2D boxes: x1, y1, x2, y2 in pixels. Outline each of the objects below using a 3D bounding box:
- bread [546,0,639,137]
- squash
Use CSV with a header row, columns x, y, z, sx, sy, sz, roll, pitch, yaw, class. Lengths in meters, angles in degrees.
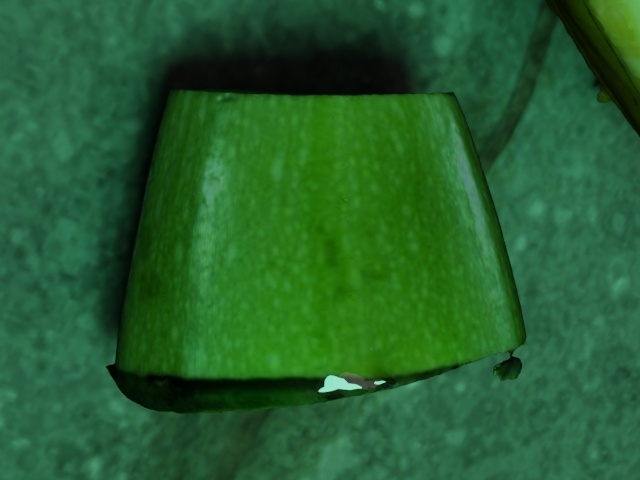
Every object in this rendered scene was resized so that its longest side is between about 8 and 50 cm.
x,y,z,sx,sy,sz,roll,pitch,yaw,class
0.144,-0.111,0.689,0.111,0.239,0.246,-35,122,7,bread
0.000,0.000,0.710,0.170,0.170,0.123,-2,95,-26,squash
